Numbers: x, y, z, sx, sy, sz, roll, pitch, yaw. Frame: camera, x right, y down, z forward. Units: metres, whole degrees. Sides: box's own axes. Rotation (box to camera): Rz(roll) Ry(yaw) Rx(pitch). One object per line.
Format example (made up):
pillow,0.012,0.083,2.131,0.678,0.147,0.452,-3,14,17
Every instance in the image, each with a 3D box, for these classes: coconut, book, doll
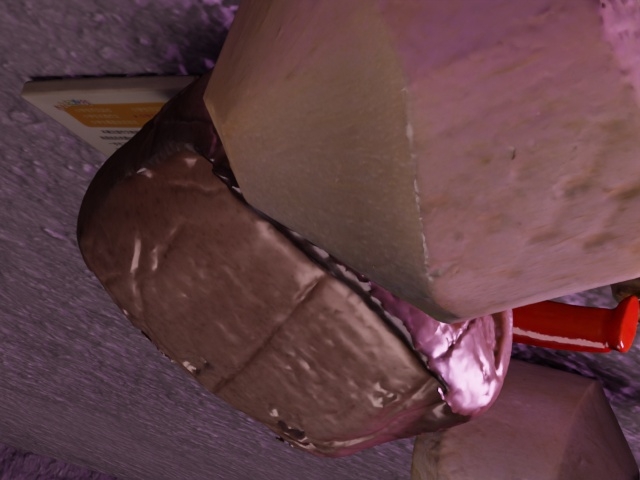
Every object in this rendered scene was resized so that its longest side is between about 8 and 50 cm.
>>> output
coconut,0.067,-0.080,0.782,0.259,0.259,0.259,18,163,6
book,-0.086,-0.059,1.351,0.208,0.020,0.295,3,157,41
doll,0.065,0.043,1.341,0.384,0.099,0.188,-3,145,32
coconut,0.211,0.224,1.604,0.222,0.202,0.202,15,162,18

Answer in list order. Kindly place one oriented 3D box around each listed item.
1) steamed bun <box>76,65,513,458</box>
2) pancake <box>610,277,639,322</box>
steamed bun,0.000,0.000,1.148,0.301,0.199,0.251,44,140,-10
pancake,0.289,0.055,1.305,0.108,0.017,0.108,22,163,7
